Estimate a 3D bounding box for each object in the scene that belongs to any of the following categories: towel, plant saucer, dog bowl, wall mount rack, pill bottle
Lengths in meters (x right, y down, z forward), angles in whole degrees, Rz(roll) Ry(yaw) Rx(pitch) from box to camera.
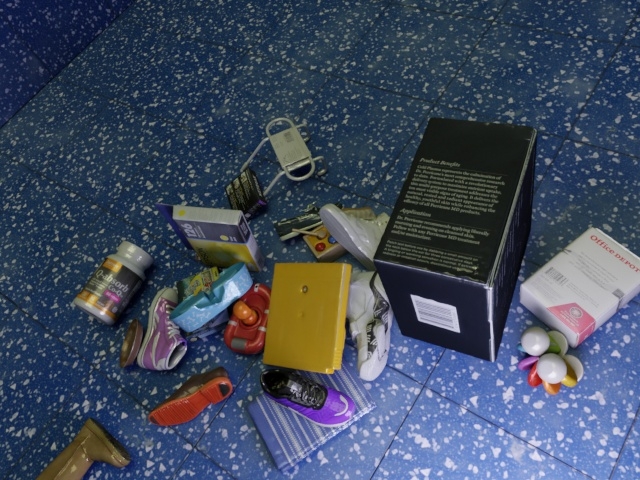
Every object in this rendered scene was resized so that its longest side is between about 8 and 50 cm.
[{"bbox_3d":[-0.034,0.488,1.624,0.336,0.040,0.243,-33,52,-7],"label":"towel"},{"bbox_3d":[-0.630,0.346,1.851,0.168,0.029,0.168,-43,37,44],"label":"plant saucer"},{"bbox_3d":[-0.347,0.186,1.791,0.297,0.074,0.166,-36,15,-8],"label":"dog bowl"},{"bbox_3d":[-0.151,-0.300,2.118,0.304,0.130,0.349,-23,54,-2],"label":"wall mount rack"},{"bbox_3d":[-0.733,0.150,1.979,0.162,0.162,0.278,18,65,26],"label":"pill bottle"}]

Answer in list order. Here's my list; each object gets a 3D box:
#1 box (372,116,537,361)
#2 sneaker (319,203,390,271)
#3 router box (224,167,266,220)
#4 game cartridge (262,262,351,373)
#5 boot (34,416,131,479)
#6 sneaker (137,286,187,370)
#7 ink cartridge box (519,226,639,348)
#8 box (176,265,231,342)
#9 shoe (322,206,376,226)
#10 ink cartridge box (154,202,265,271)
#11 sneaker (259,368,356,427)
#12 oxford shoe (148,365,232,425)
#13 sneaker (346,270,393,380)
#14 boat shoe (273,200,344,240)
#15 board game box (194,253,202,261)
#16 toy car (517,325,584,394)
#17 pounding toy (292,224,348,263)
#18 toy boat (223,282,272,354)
[{"bbox_3d":[0.394,0.004,1.524,0.298,0.479,0.471,14,63,26],"label":"box"},{"bbox_3d":[0.138,-0.047,1.799,0.169,0.292,0.108,-51,17,-21],"label":"sneaker"},{"bbox_3d":[-0.285,-0.169,2.089,0.133,0.046,0.178,-37,52,20],"label":"router box"},{"bbox_3d":[-0.043,0.227,1.673,0.286,0.053,0.323,-2,78,39],"label":"game cartridge"},{"bbox_3d":[-0.726,0.706,1.668,0.236,0.089,0.269,23,67,40],"label":"boot"},{"bbox_3d":[-0.491,0.293,1.838,0.161,0.102,0.281,-3,68,31],"label":"sneaker"},{"bbox_3d":[0.741,0.130,1.556,0.283,0.117,0.207,-37,55,-7],"label":"ink cartridge box"},{"bbox_3d":[-0.400,0.215,1.903,0.159,0.044,0.233,-23,54,3],"label":"box"},{"bbox_3d":[0.103,-0.069,1.864,0.219,0.076,0.058,-12,59,-35],"label":"shoe"},{"bbox_3d":[-0.371,-0.006,1.862,0.308,0.303,0.072,4,60,13],"label":"ink cartridge box"},{"bbox_3d":[-0.050,0.432,1.551,0.294,0.146,0.102,10,59,25],"label":"sneaker"},{"bbox_3d":[-0.404,0.483,1.717,0.272,0.096,0.098,-25,34,-4],"label":"oxford shoe"},{"bbox_3d":[0.104,0.245,1.676,0.211,0.137,0.365,0,54,19],"label":"sneaker"},{"bbox_3d":[-0.041,-0.083,1.950,0.255,0.095,0.079,-25,96,8],"label":"boat shoe"},{"bbox_3d":[-0.407,0.039,2.035,0.090,0.020,0.089,3,59,18],"label":"board game box"},{"bbox_3d":[0.596,0.323,1.478,0.136,0.159,0.181,-46,48,31],"label":"toy car"},{"bbox_3d":[0.000,0.000,1.883,0.130,0.100,0.141,-32,55,-5],"label":"pounding toy"},{"bbox_3d":[-0.231,0.239,1.769,0.151,0.151,0.230,6,60,21],"label":"toy boat"}]
